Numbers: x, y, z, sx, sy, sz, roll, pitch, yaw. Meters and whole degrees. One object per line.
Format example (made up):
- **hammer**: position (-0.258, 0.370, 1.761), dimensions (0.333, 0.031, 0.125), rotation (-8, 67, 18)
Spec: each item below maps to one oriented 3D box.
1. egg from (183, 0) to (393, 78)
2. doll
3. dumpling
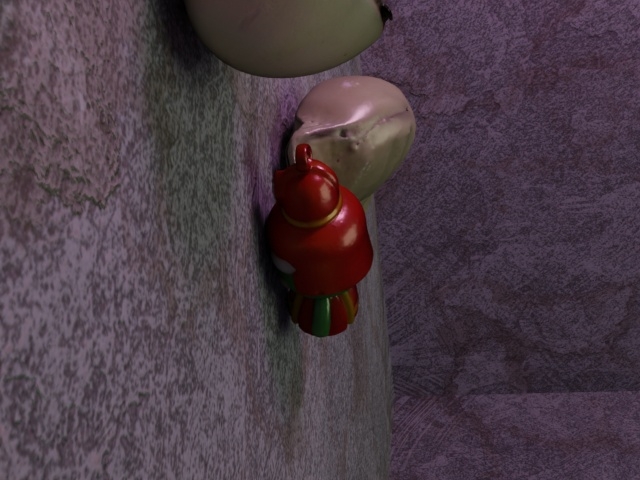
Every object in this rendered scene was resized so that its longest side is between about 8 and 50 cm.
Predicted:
- **egg**: position (-0.067, -0.283, 0.850), dimensions (0.264, 0.174, 0.286), rotation (41, 7, -15)
- **doll**: position (-0.001, 0.000, 1.164), dimensions (0.182, 0.160, 0.363), rotation (-81, 164, -46)
- **dumpling**: position (0.054, -0.143, 1.381), dimensions (0.395, 0.233, 0.315), rotation (-44, 134, -58)
